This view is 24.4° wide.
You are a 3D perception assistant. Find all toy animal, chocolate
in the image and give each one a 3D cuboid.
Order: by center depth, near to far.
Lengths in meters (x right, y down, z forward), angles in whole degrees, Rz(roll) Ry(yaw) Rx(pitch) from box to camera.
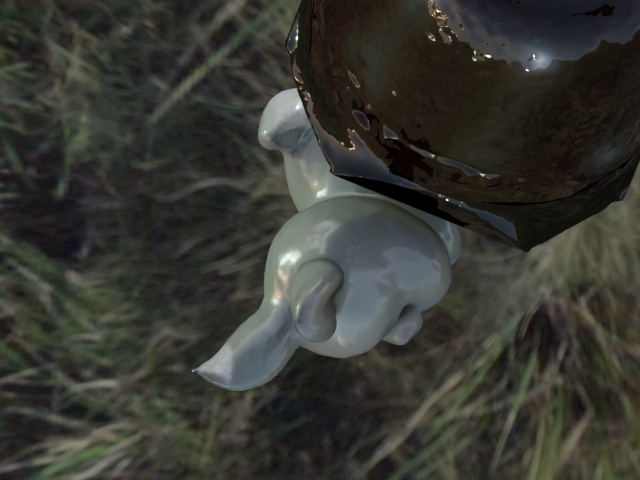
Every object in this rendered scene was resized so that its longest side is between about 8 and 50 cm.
[{"bbox_3d":[0.190,-0.222,1.292,0.384,0.331,0.383,4,75,-13],"label":"chocolate"},{"bbox_3d":[0.009,0.004,1.504,0.241,0.367,0.196,35,134,-15],"label":"toy animal"}]
